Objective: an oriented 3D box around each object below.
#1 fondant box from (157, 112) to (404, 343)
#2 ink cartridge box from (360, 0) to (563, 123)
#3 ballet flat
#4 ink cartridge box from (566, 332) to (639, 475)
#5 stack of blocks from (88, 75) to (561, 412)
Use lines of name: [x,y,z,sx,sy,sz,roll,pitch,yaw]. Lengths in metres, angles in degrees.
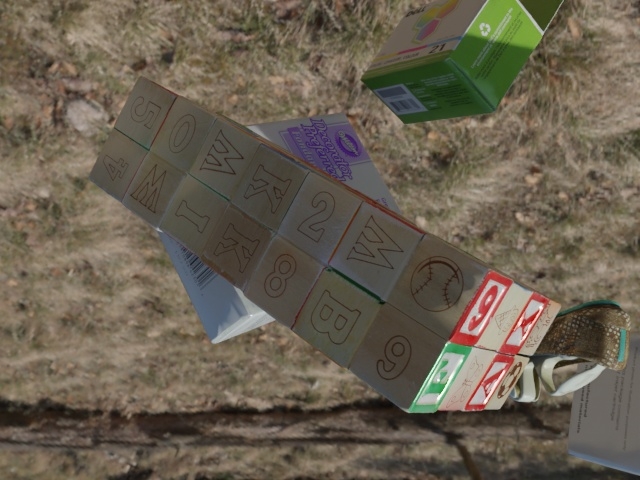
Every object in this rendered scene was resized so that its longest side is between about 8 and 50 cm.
fondant box: [-0.046,-0.033,0.945,0.096,0.330,0.238,-39,75,42]
ink cartridge box: [0.194,-0.281,0.925,0.097,0.255,0.189,40,165,-25]
ballet flat: [0.200,0.115,0.676,0.073,0.067,0.206,11,154,-22]
ink cartridge box: [0.505,0.198,0.757,0.286,0.166,0.395,12,171,-16]
stack of blocks: [0.000,0.000,0.509,0.297,0.087,0.171,32,-173,31]
